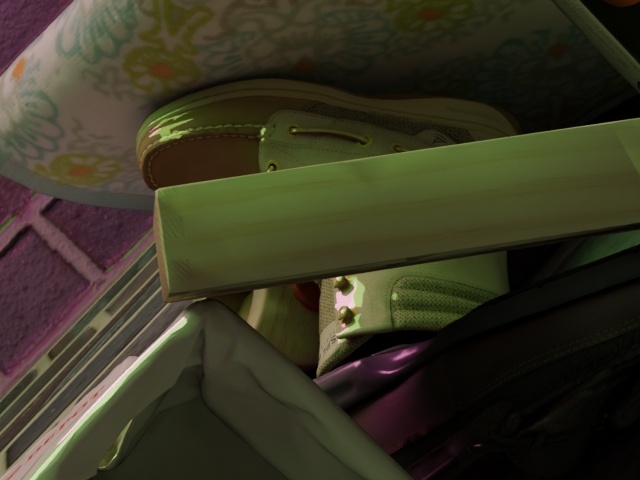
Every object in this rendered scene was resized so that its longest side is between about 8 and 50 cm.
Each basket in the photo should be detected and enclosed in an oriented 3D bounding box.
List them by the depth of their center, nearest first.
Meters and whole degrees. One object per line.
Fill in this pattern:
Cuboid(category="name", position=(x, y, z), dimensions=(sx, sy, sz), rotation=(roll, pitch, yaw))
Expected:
Cuboid(category="basket", position=(-0.025, 0.116, 0.579), dimensions=(0.113, 0.167, 0.103), rotation=(-46, 3, -9))

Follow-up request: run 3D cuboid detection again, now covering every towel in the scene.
Cuboid(category="towel", position=(0.019, -0.110, 0.917), dimensions=(0.374, 0.090, 0.320), rotation=(3, -24, -35))

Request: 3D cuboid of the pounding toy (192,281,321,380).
Cuboid(category="pounding toy", position=(0.000, 0.020, 0.868), dimensions=(0.155, 0.154, 0.269), rotation=(-41, 11, 37))

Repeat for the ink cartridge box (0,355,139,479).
Cuboid(category="ink cartridge box", position=(-0.155, 0.209, 0.862), dimensions=(0.197, 0.114, 0.273), rotation=(-43, 11, 15))

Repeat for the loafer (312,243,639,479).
Cuboid(category="loafer", position=(0.082, 0.068, 0.633), dimensions=(0.096, 0.084, 0.267), rotation=(-12, -11, -41))

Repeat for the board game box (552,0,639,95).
Cuboid(category="board game box", position=(0.238, -0.214, 0.743), dimensions=(0.305, 0.193, 0.053), rotation=(-45, 9, 4))

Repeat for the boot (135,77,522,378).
Cuboid(category="boot", position=(0.000, 0.000, 0.788), dimensions=(0.077, 0.213, 0.165), rotation=(88, -175, -53))

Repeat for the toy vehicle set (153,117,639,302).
Cuboid(category="toy vehicle set", position=(0.069, -0.014, 0.583), dimensions=(0.266, 0.035, 0.166), rotation=(-9, -2, -6))
